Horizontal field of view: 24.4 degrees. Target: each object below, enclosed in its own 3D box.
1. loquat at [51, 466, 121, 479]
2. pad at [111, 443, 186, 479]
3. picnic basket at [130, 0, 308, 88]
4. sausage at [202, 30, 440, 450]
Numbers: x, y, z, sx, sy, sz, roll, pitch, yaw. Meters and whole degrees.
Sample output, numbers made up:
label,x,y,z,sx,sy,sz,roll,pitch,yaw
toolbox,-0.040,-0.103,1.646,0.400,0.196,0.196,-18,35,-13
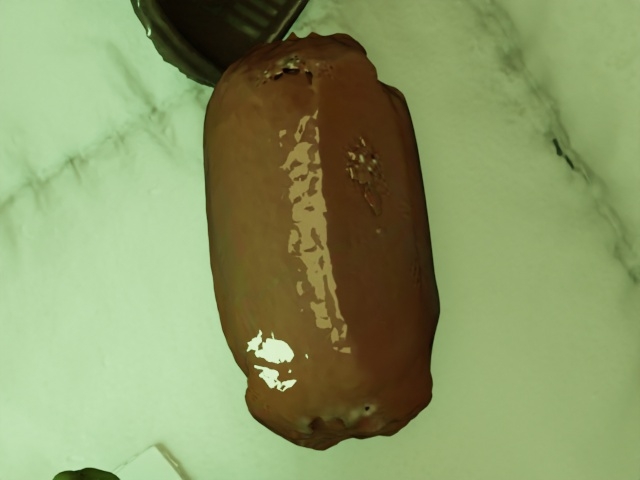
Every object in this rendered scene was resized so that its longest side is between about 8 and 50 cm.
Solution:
label,x,y,z,sx,sy,sz,roll,pitch,yaw
loquat,-0.074,0.292,0.884,0.328,0.328,0.359,-28,71,0
pad,-0.159,0.271,1.039,0.232,0.004,0.156,-39,86,-1
picnic basket,-0.059,-0.265,0.981,0.129,0.222,0.297,32,88,21
sausage,0.000,0.000,0.980,0.152,0.152,0.280,-6,87,2
